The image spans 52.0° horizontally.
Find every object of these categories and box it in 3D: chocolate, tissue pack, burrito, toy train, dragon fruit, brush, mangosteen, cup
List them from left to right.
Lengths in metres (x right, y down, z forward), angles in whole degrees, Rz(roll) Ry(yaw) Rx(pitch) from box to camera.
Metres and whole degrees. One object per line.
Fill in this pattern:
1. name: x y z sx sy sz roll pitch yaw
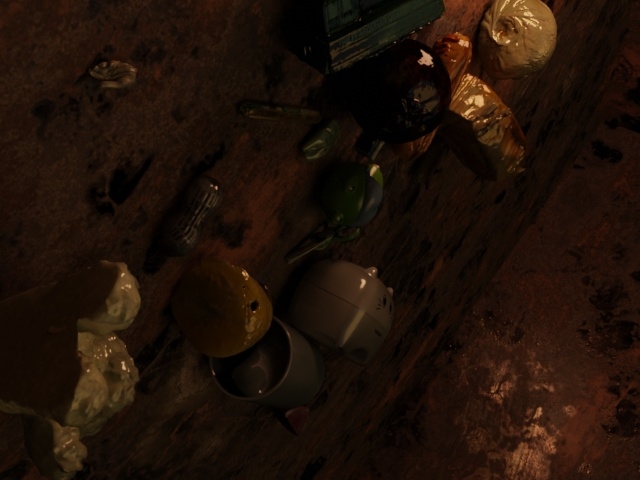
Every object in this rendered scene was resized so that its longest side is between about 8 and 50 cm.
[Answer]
1. chocolate: -0.236 -0.042 1.196 0.167 0.072 0.072 -59 154 -5
2. cup: -0.116 0.306 1.612 0.205 0.205 0.312 -56 154 -7
3. dragon fruit: -0.086 0.517 2.006 0.096 0.102 0.147 -48 147 -26
4. burrito: 0.001 -0.216 1.453 0.118 0.044 0.074 -51 157 -24
5. tissue pack: 0.068 0.182 1.767 0.236 0.229 0.333 -61 155 -9
6. toy train: 0.085 -0.443 1.205 0.330 0.138 0.178 -33 141 -19
7. toy train: 0.167 -0.313 1.629 0.234 0.052 0.051 -58 156 -2
8. mangosteen: 0.168 -0.344 1.466 0.289 0.231 0.231 -96 -161 -60
9. brush: 0.365 -0.290 1.998 0.313 0.067 0.072 -60 169 -23

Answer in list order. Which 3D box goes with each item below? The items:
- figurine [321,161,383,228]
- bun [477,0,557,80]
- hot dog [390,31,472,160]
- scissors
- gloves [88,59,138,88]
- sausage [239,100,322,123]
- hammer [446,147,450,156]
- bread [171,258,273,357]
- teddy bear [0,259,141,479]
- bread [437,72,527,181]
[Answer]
1. figurine: 0.088 -0.117 1.615 0.162 0.143 0.263 -64 171 23
2. bun: 0.531 -0.565 1.841 0.153 0.244 0.244 -12 128 -43
3. hot dog: 0.273 -0.367 1.682 0.349 0.117 0.158 -66 170 16
4. scissors: 0.000 0.000 1.643 0.204 0.101 0.027 -33 135 -19
5. gloves: -0.291 -0.234 0.936 0.081 0.037 0.044 8 84 -51
6. sausage: -0.073 -0.251 1.299 0.269 0.033 0.033 -10 126 -56
7. hammer: 0.444 -0.350 2.092 0.182 0.017 0.062 -63 177 21
8. bread: -0.195 0.139 1.347 0.197 0.197 0.170 -60 166 2
9. teddy bear: -0.337 0.211 1.028 0.362 0.375 0.327 45 49 -46
10. bread: 0.460 -0.326 1.886 0.183 0.236 0.388 -55 146 -5
